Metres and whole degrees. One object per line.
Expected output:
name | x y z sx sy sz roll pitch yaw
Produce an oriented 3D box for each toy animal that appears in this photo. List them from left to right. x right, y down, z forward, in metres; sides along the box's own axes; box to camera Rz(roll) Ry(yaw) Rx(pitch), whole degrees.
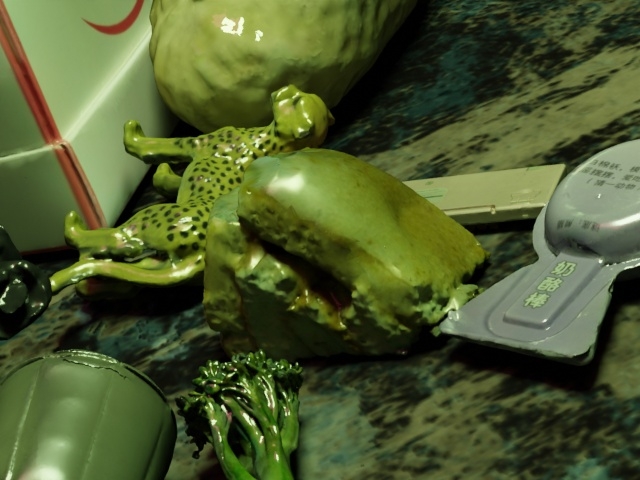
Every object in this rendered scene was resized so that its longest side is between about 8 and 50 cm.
toy animal | -0.079 -0.020 1.033 0.136 0.073 0.181 -3 35 27

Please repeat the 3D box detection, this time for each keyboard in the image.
keyboard | 0.062 -0.019 0.995 0.166 0.017 0.055 -6 27 25

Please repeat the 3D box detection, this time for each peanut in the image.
peanut | -0.016 -0.196 1.203 0.158 0.174 0.340 -56 -3 41

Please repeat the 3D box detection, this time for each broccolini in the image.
broccolini | -0.024 0.121 0.766 0.067 0.058 0.216 -18 29 -1

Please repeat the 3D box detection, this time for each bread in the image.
bread | 0.005 -0.003 0.912 0.156 0.110 0.103 -11 24 16

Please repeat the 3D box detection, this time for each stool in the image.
stool | -0.122 0.114 0.805 0.096 0.096 0.110 -11 35 16

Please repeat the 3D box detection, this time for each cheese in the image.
cheese | 0.149 -0.002 0.881 0.105 0.042 0.191 11 42 45

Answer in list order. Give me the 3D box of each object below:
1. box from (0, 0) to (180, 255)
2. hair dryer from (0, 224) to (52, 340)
box | -0.284 -0.178 1.194 0.314 0.300 0.312 -8 30 22
hair dryer | -0.229 0.039 0.954 0.197 0.089 0.251 -40 16 -31
